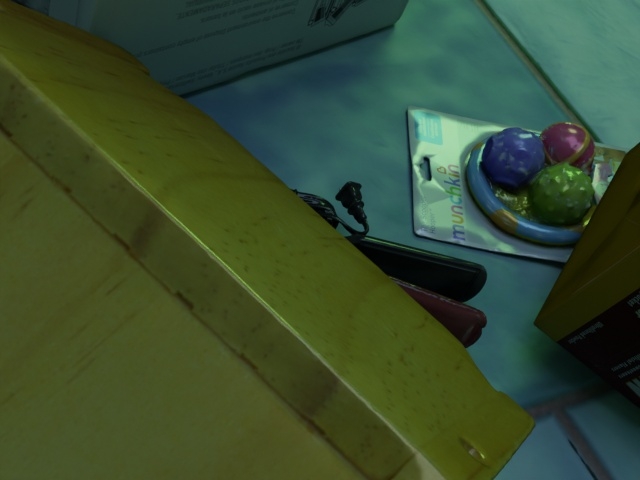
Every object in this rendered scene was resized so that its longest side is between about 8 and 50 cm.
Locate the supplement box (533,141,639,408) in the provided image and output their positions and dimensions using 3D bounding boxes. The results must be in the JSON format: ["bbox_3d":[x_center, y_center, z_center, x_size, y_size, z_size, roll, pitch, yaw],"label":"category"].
[{"bbox_3d":[0.281,0.027,0.711,0.194,0.129,0.191,39,54,-2],"label":"supplement box"}]

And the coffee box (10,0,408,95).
[{"bbox_3d":[-0.100,-0.348,0.773,0.338,0.338,0.334,-25,64,-38],"label":"coffee box"}]

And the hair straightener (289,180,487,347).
[{"bbox_3d":[0.000,0.000,0.723,0.231,0.047,0.089,15,46,-3],"label":"hair straightener"}]

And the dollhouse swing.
[{"bbox_3d":[-0.135,0.099,0.549,0.347,0.305,0.315,41,10,14],"label":"dollhouse swing"}]

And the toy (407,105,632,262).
[{"bbox_3d":[0.188,-0.048,0.825,0.237,0.056,0.136,12,47,-12],"label":"toy"}]
